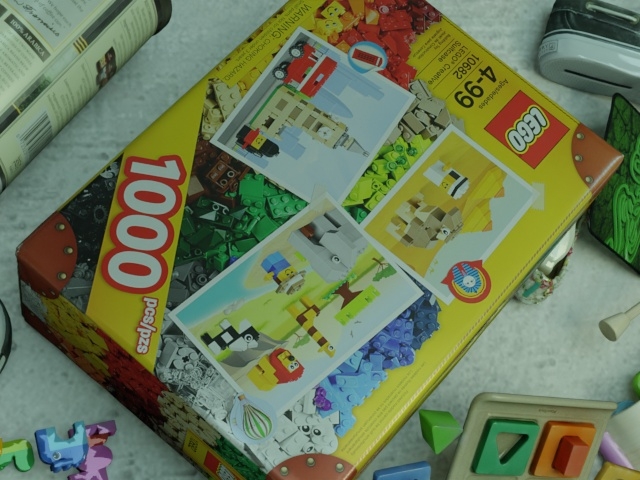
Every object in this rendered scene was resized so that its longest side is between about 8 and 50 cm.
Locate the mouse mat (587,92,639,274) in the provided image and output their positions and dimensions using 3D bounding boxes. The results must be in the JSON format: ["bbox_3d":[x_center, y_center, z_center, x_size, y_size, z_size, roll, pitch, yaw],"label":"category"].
[{"bbox_3d":[0.376,-0.065,1.606,0.153,0.007,0.189,33,64,-40],"label":"mouse mat"}]

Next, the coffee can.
[{"bbox_3d":[-0.313,-0.201,1.344,0.201,0.201,0.275,41,67,-4],"label":"coffee can"}]

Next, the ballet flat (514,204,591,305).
[{"bbox_3d":[0.286,-0.034,1.568,0.091,0.077,0.240,24,68,-12],"label":"ballet flat"}]

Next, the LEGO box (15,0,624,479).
[{"bbox_3d":[0.000,0.000,1.359,0.372,0.193,0.500,39,65,9],"label":"LEGO box"}]

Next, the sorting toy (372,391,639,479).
[{"bbox_3d":[0.219,0.253,1.409,0.348,0.047,0.196,7,113,-28],"label":"sorting toy"}]

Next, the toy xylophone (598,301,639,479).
[{"bbox_3d":[0.449,0.150,1.569,0.323,0.081,0.236,-26,85,-23],"label":"toy xylophone"}]

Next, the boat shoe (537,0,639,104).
[{"bbox_3d":[0.436,-0.226,1.646,0.335,0.121,0.119,16,75,-12],"label":"boat shoe"}]

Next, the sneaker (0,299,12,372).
[{"bbox_3d":[-0.480,0.118,1.160,0.448,0.257,0.169,-20,74,-22],"label":"sneaker"}]

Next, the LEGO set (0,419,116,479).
[{"bbox_3d":[-0.297,0.239,1.291,0.227,0.087,0.093,-10,78,-20],"label":"LEGO set"}]
